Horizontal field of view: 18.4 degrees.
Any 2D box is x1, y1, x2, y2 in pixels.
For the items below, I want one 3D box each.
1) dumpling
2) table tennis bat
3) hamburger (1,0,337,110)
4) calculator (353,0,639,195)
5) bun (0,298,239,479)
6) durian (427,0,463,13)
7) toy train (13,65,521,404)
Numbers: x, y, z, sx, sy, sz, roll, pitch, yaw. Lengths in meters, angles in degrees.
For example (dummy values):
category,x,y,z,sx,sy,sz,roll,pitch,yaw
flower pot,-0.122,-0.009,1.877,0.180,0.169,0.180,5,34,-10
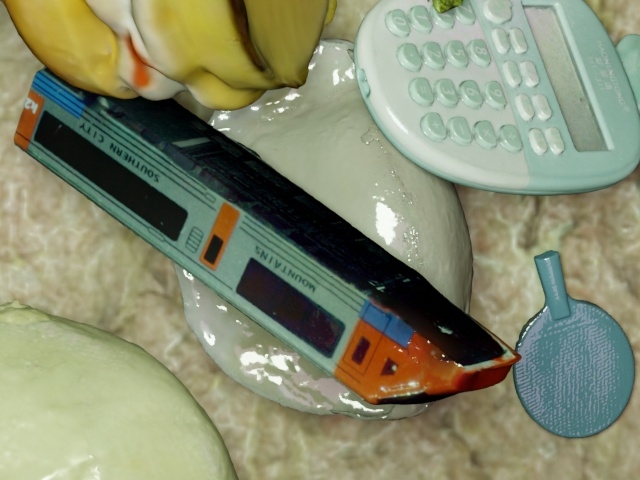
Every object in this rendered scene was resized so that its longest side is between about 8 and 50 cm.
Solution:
category,x,y,z,sx,sy,sz,roll,pitch,yaw
dumpling,0.013,-0.005,1.497,0.204,0.163,0.293,-17,92,33
table tennis bat,0.198,0.084,1.588,0.100,0.019,0.155,-17,100,-6
hamburger,-0.126,-0.222,1.391,0.237,0.276,0.276,-4,98,18
calculator,0.150,-0.117,1.487,0.295,0.042,0.184,-3,66,-35
bun,-0.239,0.223,1.407,0.364,0.202,0.364,0,89,8
durian,0.089,-0.361,1.428,0.163,0.198,0.394,-1,89,-16
toy train,-0.046,0.004,1.393,0.409,0.086,0.089,36,113,25
